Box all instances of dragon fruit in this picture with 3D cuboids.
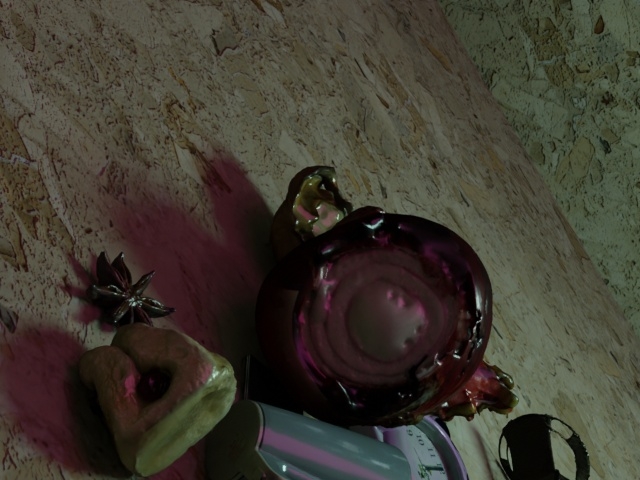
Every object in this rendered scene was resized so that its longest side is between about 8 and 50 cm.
[{"bbox_3d":[0.254,0.254,2.271,0.133,0.208,0.150,-29,130,-53],"label":"dragon fruit"}]

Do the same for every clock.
[{"bbox_3d":[0.153,0.360,2.013,0.248,0.090,0.227,18,46,-57],"label":"clock"}]

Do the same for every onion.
[{"bbox_3d":[0.085,0.119,1.862,0.341,0.341,0.341,43,29,-30],"label":"onion"}]

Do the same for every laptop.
[{"bbox_3d":[-0.066,0.257,1.810,0.129,0.016,0.180,43,28,-30],"label":"laptop"}]

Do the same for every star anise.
[{"bbox_3d":[-0.249,0.074,1.651,0.141,0.042,0.141,38,33,-31],"label":"star anise"}]

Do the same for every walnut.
[{"bbox_3d":[-0.002,0.009,2.078,0.238,0.141,0.204,53,36,-13],"label":"walnut"}]

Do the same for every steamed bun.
[{"bbox_3d":[-0.205,0.169,1.518,0.155,0.172,0.140,40,-22,21],"label":"steamed bun"}]

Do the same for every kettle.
[{"bbox_3d":[-0.013,0.311,1.652,0.243,0.160,0.210,28,10,-31],"label":"kettle"}]

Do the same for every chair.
[{"bbox_3d":[0.400,0.428,2.307,0.149,0.174,0.213,31,46,-38],"label":"chair"}]
